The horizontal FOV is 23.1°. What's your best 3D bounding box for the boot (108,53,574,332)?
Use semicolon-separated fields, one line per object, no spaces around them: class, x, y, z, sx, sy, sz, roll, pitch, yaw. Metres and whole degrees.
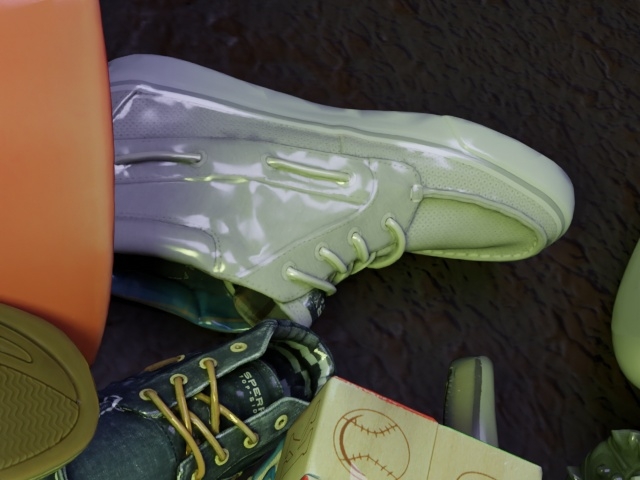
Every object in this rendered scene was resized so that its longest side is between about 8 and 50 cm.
boot;0.000;0.000;0.763;0.258;0.095;0.123;11;57;-9

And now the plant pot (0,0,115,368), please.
plant pot;-0.228;-0.059;0.579;0.243;0.275;0.275;-8;60;-22

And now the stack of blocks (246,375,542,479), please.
stack of blocks;-0.021;0.217;0.522;0.087;0.171;0.297;24;49;-9

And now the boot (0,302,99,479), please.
boot;-0.191;0.092;0.529;0.213;0.165;0.077;-10;64;-25

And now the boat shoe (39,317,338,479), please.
boat shoe;-0.055;0.072;0.618;0.065;0.083;0.183;60;19;1

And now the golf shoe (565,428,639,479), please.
golf shoe;0.208;0.206;0.716;0.120;0.105;0.273;-13;67;-52

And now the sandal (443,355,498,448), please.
sandal;0.124;0.186;0.650;0.086;0.120;0.302;-24;75;-1

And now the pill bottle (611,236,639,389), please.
pill bottle;0.376;0.073;0.800;0.408;0.229;0.229;31;48;-4
